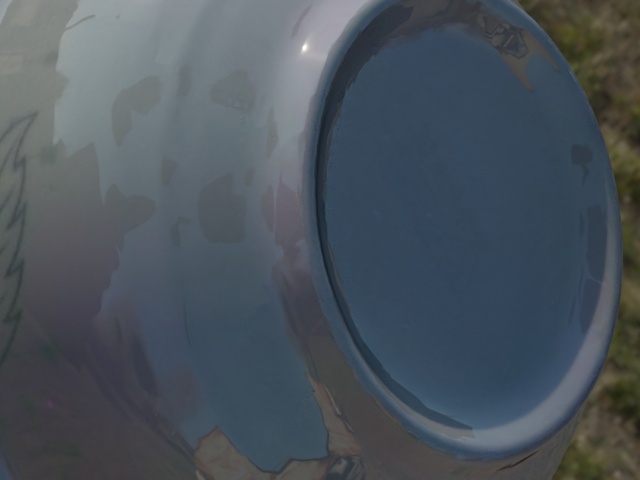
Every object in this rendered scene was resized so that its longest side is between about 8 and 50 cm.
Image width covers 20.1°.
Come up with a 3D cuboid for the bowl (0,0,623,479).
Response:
[{"bbox_3d":[0.000,0.000,0.618,0.287,0.144,0.287,11,75,-44],"label":"bowl"}]
